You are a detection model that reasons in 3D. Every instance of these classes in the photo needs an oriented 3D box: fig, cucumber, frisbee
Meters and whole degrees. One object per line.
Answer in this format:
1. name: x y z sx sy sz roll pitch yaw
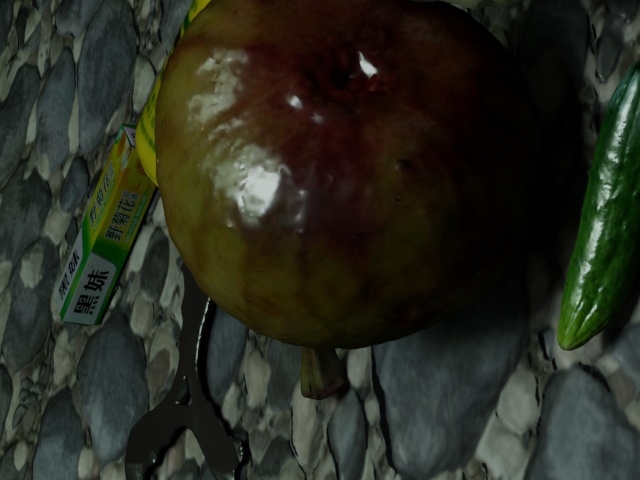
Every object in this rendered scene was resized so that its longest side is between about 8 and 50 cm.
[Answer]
1. fig: 0.000 0.000 1.065 0.321 0.217 0.217 105 158 -54
2. cucumber: 0.152 -0.023 0.933 0.039 0.039 0.167 33 113 60
3. frisbee: -0.092 0.126 1.364 0.187 0.012 0.211 54 128 52

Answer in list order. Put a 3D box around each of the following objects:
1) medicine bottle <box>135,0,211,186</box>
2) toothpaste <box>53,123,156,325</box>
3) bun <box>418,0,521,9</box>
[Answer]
1. medicine bottle: -0.047 -0.167 1.303 0.309 0.076 0.111 -62 35 29
2. toothpaste: -0.173 -0.011 1.526 0.178 0.037 0.043 -64 34 27
3. bun: 0.070 -0.209 0.960 0.244 0.244 0.153 -123 21 -51
